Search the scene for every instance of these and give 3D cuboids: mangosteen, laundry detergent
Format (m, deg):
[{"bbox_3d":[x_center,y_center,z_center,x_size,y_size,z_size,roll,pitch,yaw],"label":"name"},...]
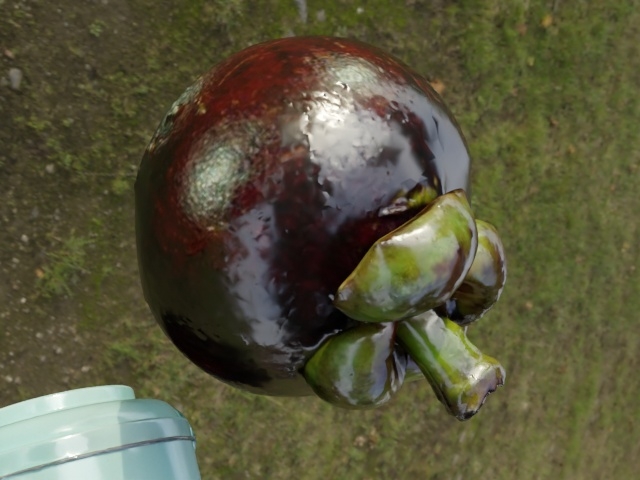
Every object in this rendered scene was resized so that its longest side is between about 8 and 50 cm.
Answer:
[{"bbox_3d":[-0.006,-0.008,0.726,0.330,0.330,0.330,-29,129,-44],"label":"mangosteen"},{"bbox_3d":[-0.253,0.324,0.904,0.287,0.287,0.305,6,63,-55],"label":"laundry detergent"}]
